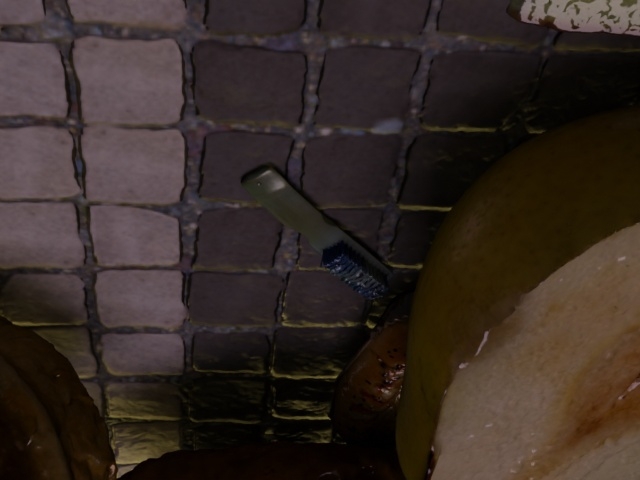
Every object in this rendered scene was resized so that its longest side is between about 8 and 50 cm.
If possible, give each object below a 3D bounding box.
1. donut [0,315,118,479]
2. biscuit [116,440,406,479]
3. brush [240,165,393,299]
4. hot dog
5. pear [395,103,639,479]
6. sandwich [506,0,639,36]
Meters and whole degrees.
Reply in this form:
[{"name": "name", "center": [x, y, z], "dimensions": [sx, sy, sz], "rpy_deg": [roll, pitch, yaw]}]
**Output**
[{"name": "donut", "center": [-0.327, 0.211, 0.891], "dimensions": [0.330, 0.330, 0.160], "rpy_deg": [-24, 170, 21]}, {"name": "biscuit", "center": [-0.023, 0.311, 1.039], "dimensions": [0.342, 0.166, 0.395], "rpy_deg": [-9, 157, 24]}, {"name": "brush", "center": [0.000, -0.001, 0.850], "dimensions": [0.033, 0.030, 0.178], "rpy_deg": [-20, 139, 31]}, {"name": "hot dog", "center": [0.084, 0.130, 0.977], "dimensions": [0.131, 0.069, 0.253], "rpy_deg": [3, 140, -12]}, {"name": "pear", "center": [0.210, 0.046, 0.792], "dimensions": [0.340, 0.191, 0.386], "rpy_deg": [28, 117, -38]}, {"name": "sandwich", "center": [0.240, -0.175, 0.623], "dimensions": [0.257, 0.096, 0.094], "rpy_deg": [3, 132, -8]}]
